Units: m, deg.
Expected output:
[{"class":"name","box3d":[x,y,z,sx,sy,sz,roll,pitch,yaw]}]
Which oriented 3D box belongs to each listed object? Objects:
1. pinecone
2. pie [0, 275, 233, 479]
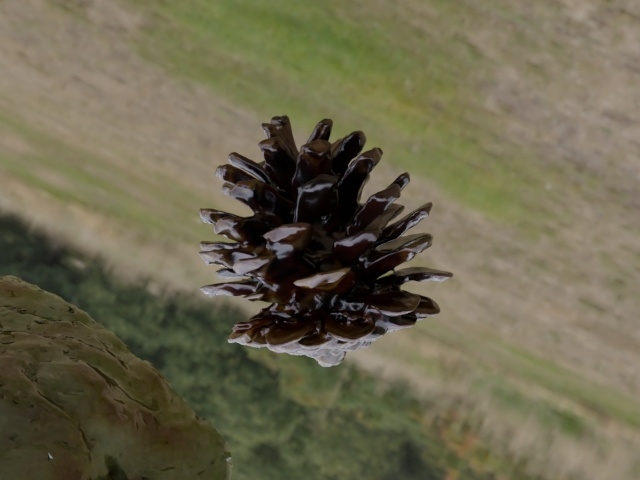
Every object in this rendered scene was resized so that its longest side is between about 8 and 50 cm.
[{"class":"pinecone","box3d":[-0.010,0.000,1.498,0.264,0.264,0.264,26,174,3]},{"class":"pie","box3d":[-0.252,0.138,0.891,0.395,0.180,0.418,29,-149,31]}]
